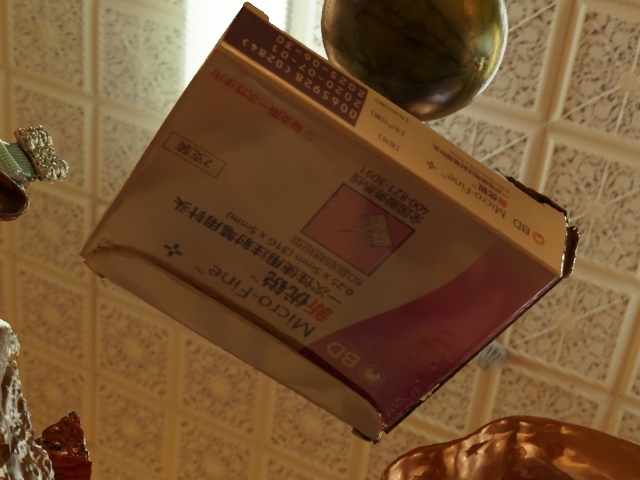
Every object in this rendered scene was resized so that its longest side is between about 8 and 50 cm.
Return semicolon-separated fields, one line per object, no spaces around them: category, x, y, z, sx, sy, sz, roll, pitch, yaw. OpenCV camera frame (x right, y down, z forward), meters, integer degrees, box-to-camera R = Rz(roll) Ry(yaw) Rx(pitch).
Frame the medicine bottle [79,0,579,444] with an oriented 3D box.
medicine bottle;0.000;0.000;0.572;0.201;0.052;0.171;33;-51;-12

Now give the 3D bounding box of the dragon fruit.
dragon fruit;-0.396;0.338;1.609;0.192;0.092;0.122;113;-34;-42

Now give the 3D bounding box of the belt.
belt;-0.310;-0.074;1.118;0.065;0.100;0.179;62;-9;-5

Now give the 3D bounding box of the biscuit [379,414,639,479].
biscuit;0.047;0.169;0.438;0.186;0.044;0.295;21;-50;-10

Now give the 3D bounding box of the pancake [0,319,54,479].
pancake;-0.355;0.223;1.332;0.057;0.266;0.244;-27;-72;5

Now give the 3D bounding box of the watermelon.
watermelon;0.087;-0.221;1.129;0.214;0.188;0.188;43;-47;39

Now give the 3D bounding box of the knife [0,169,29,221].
knife;-0.338;-0.116;0.877;0.278;0.123;0.053;46;-41;-13
